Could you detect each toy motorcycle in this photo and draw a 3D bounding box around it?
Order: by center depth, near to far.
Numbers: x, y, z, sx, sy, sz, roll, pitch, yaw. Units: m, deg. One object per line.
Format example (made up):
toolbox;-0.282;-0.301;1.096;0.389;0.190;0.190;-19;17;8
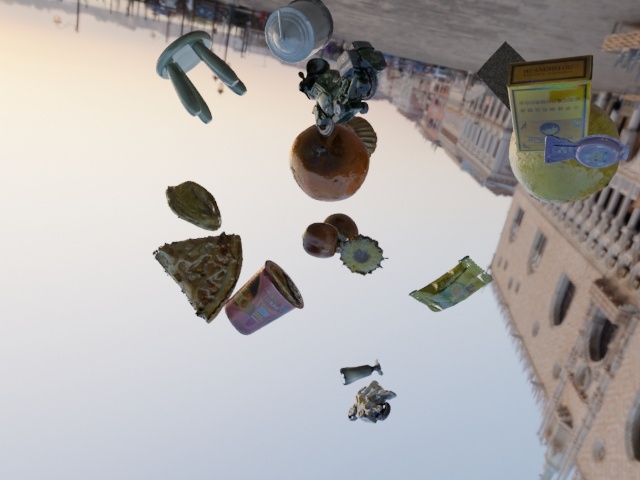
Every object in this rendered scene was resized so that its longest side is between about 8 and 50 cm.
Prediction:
toy motorcycle;0.045;-0.378;1.220;0.125;0.187;0.275;-14;173;-34
toy motorcycle;0.169;0.528;1.680;0.074;0.229;0.151;36;-122;-13

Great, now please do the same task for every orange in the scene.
orange;0.023;-0.215;1.386;0.224;0.224;0.170;17;176;13

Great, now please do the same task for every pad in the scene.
pad;0.714;-0.618;1.937;0.003;0.158;0.235;-3;-127;-50

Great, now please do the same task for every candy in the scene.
candy;0.524;0.187;2.056;0.187;0.297;0.081;36;-147;-25

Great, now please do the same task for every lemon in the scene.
lemon;0.802;-0.308;1.704;0.350;0.387;0.350;-30;-167;8

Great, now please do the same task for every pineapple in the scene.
pineapple;0.182;0.061;2.199;0.221;0.221;0.047;14;-148;5

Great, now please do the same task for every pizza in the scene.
pizza;-0.521;0.124;2.456;0.392;0.435;0.080;-37;-165;-17

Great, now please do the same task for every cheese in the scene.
cheese;0.668;-0.225;1.292;0.191;0.105;0.042;8;-130;28

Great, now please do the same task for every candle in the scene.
candle;-0.091;-0.828;2.029;0.221;0.221;0.342;17;-142;14

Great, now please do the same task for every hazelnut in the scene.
hazelnut;0.000;0.000;2.074;0.150;0.150;0.150;11;-160;-4

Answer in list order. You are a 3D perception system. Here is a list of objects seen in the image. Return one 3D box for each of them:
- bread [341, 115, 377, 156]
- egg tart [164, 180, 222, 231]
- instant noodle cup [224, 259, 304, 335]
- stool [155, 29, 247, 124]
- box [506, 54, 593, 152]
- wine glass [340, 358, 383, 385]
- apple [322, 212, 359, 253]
bread;0.123;-0.447;2.340;0.274;0.274;0.149;22;-173;26
egg tart;-0.426;-0.132;1.774;0.232;0.098;0.252;36;-162;-11
instant noodle cup;-0.232;0.240;2.015;0.244;0.255;0.244;50;-169;-14
stool;-0.354;-0.481;1.515;0.198;0.195;0.195;53;-176;0
box;0.619;-0.354;1.377;0.193;0.084;0.301;4;157;27
wine glass;0.155;0.502;1.948;0.155;0.072;0.072;-11;-155;-14
apple;0.087;-0.037;2.418;0.188;0.188;0.174;10;-139;-5
